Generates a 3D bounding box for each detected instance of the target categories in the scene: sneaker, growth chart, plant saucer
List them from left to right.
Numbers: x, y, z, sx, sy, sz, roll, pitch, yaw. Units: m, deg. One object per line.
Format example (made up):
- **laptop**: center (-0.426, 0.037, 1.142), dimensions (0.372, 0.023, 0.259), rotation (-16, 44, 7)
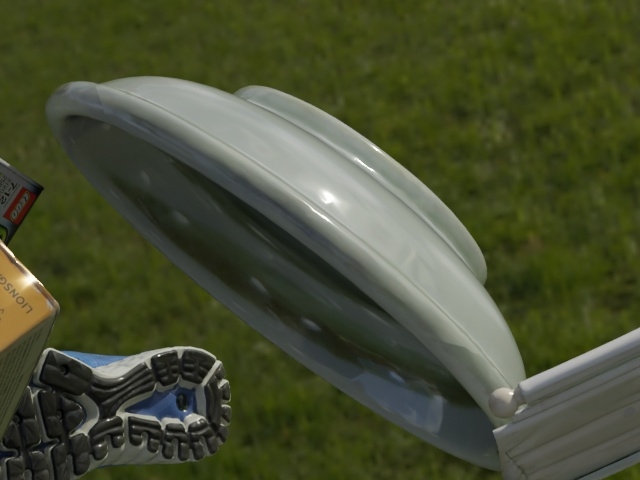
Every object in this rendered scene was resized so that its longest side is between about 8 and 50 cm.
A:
- **sneaker**: center (-0.238, 0.153, 1.654), dimensions (0.330, 0.129, 0.147), rotation (5, -12, -43)
- **plant saucer**: center (0.000, 0.000, 1.304), dimensions (0.100, 0.400, 0.400), rotation (-52, 35, -12)
- **growth chart**: center (0.167, 0.097, 1.094), dimensions (0.172, 0.237, 0.021), rotation (-22, 66, -6)

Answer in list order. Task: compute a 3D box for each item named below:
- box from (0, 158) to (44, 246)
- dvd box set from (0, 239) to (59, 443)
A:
- **box**: center (-0.264, 0.030, 1.226), dimensions (0.036, 0.114, 0.207), rotation (31, 87, 19)
- **dvd box set**: center (-0.343, 0.192, 1.076), dimensions (0.420, 0.062, 0.307), rotation (-38, -9, -30)
